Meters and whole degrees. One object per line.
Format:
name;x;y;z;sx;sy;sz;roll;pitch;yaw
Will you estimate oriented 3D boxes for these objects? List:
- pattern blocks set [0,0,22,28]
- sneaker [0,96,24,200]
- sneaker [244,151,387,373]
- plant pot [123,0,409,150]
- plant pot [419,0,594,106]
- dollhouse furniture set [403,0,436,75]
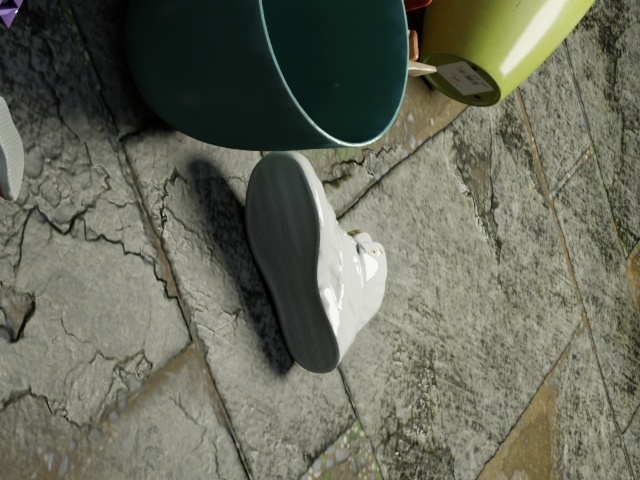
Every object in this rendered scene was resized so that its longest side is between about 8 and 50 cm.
pattern blocks set;-0.377;-0.275;1.146;0.285;0.026;0.325;-51;134;-7
sneaker;-0.328;-0.091;1.302;0.134;0.070;0.051;87;9;-54
sneaker;0.000;0.000;1.721;0.169;0.108;0.292;-44;129;-52
plant pot;-0.076;-0.231;1.526;0.293;0.235;0.293;17;69;-54
plant pot;0.271;-0.361;2.077;0.275;0.275;0.293;47;63;-41
dollhouse furniture set;0.129;-0.354;1.833;0.135;0.259;0.262;-3;88;-46
